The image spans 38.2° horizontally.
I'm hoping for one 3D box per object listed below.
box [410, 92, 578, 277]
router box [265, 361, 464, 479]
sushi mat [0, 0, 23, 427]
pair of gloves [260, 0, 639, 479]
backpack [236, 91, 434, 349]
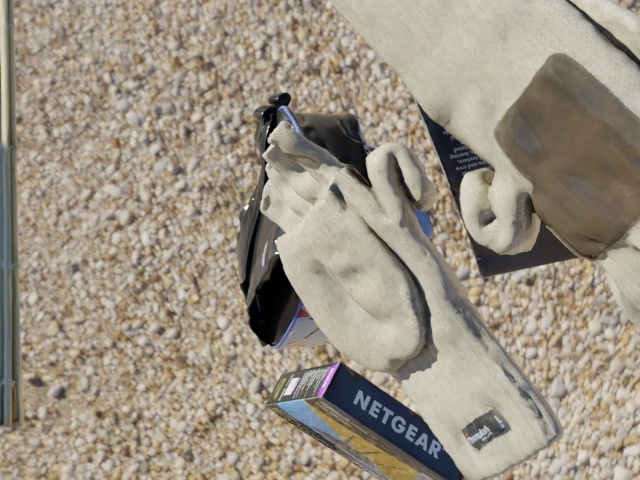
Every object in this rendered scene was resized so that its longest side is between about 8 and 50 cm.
[{"bbox_3d":[0.255,-0.165,1.197,0.182,0.294,0.296,-13,32,20],"label":"box"},{"bbox_3d":[0.048,0.193,0.948,0.179,0.133,0.046,35,64,-16],"label":"router box"},{"bbox_3d":[-0.234,-0.050,0.537,0.151,0.019,0.317,0,92,27],"label":"sushi mat"},{"bbox_3d":[0.061,-0.015,0.400,0.204,0.240,0.042,45,51,14],"label":"pair of gloves"},{"bbox_3d":[0.000,0.000,1.134,0.213,0.263,0.276,11,39,-22],"label":"backpack"}]
